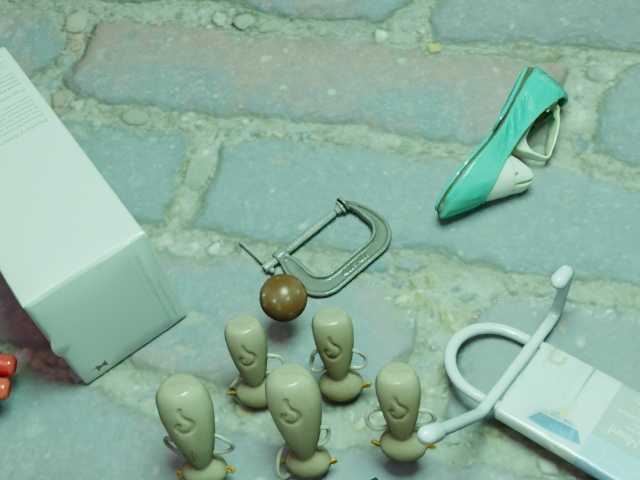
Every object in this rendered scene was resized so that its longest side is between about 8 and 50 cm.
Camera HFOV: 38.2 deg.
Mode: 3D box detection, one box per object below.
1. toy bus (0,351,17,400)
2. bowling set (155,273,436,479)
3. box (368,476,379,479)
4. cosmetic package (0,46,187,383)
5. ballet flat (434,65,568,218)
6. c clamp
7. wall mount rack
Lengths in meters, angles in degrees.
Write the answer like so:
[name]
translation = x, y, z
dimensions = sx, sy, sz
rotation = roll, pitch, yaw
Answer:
[toy bus]
translation = -0.453, 0.128, 1.064
dimensions = 0.211, 0.149, 0.220
rotation = 2, 54, -5
[bowling set]
translation = -0.018, 0.147, 0.994
dimensions = 0.287, 0.154, 0.200
rotation = -2, 39, 9
[box]
translation = 0.049, 0.289, 0.874
dimensions = 0.116, 0.162, 0.029
rotation = 37, 113, 27
[cosmetic package]
translation = -0.333, -0.035, 1.108
dimensions = 0.155, 0.197, 0.365
rotation = -35, 61, -14
[ballet flat]
translation = 0.235, -0.111, 1.138
dimensions = 0.087, 0.083, 0.247
rotation = 32, 68, 10
[c clamp]
translation = 0.000, 0.000, 1.135
dimensions = 0.160, 0.022, 0.137
rotation = -34, 59, -12
[wall mount rack]
translation = 0.256, 0.176, 0.890
dimensions = 0.350, 0.130, 0.304
rotation = 28, 50, 24
